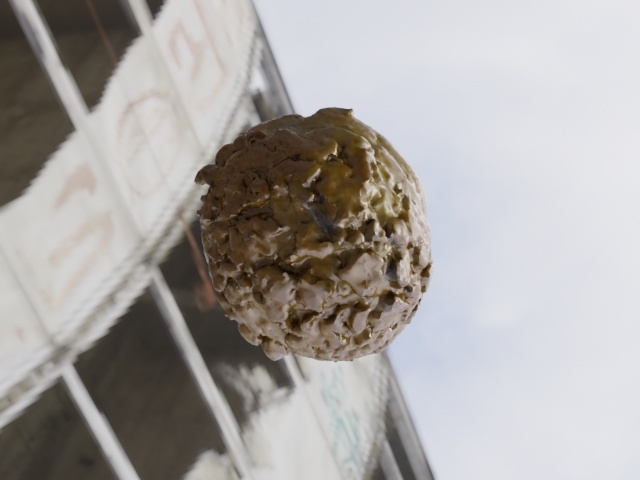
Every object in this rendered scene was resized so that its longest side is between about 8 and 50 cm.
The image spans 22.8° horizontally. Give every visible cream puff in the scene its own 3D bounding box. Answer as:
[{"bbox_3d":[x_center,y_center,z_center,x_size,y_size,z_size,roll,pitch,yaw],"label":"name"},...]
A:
[{"bbox_3d":[-0.003,0.002,0.872,0.126,0.144,0.103,-21,-162,14],"label":"cream puff"}]
